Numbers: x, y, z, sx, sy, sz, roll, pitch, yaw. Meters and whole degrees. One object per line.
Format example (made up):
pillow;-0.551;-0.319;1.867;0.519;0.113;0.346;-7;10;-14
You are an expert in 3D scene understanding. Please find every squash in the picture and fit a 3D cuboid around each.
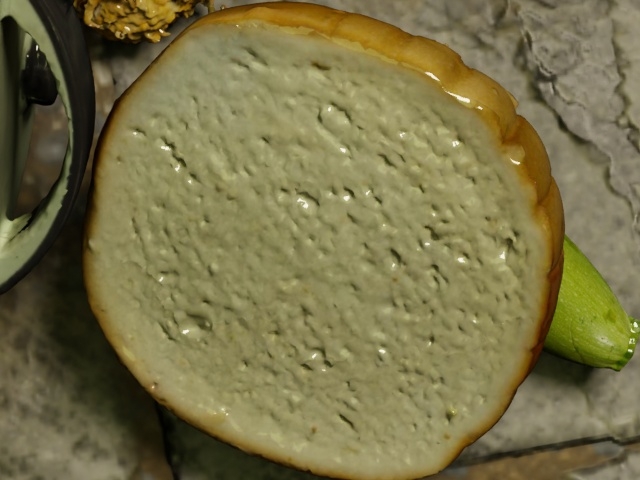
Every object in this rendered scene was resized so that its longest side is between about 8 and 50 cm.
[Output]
squash;0.077;-0.009;0.857;0.201;0.066;0.066;40;84;1

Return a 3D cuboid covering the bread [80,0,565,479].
bread;0.000;0.000;0.808;0.236;0.070;0.236;4;110;12

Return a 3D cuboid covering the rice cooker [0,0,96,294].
rice cooker;-0.224;-0.062;0.779;0.244;0.226;0.226;8;84;-5

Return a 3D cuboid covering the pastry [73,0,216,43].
pastry;-0.118;-0.156;0.873;0.080;0.056;0.140;-36;80;-12
